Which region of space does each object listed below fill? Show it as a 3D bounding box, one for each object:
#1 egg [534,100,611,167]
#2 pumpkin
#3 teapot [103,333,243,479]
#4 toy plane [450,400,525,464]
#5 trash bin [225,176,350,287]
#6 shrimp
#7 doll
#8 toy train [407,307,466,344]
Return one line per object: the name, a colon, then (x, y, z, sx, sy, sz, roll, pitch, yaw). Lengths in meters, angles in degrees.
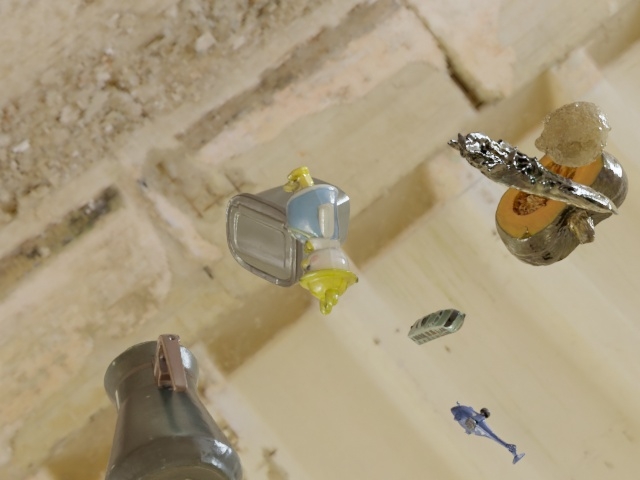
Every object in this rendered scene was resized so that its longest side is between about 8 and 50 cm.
egg: (0.479, -0.199, 1.845, 0.140, 0.118, 0.116, -37, 146, -6)
pumpkin: (0.550, -0.077, 2.203, 0.317, 0.139, 0.222, -40, -141, 3)
teapot: (-0.296, 0.355, 1.865, 0.253, 0.344, 0.300, 3, 123, -22)
toy plane: (0.312, 0.362, 1.855, 0.054, 0.167, 0.062, -28, 133, -35)
trash bin: (-0.068, -0.034, 2.373, 0.250, 0.220, 0.219, -29, 135, -46)
shrimp: (0.371, -0.106, 1.652, 0.365, 0.233, 0.071, 18, 96, -47)
doll: (-0.001, 0.000, 1.587, 0.099, 0.241, 0.135, 12, 150, -44)
toy train: (0.212, 0.155, 1.786, 0.043, 0.047, 0.207, -56, -175, -18)
